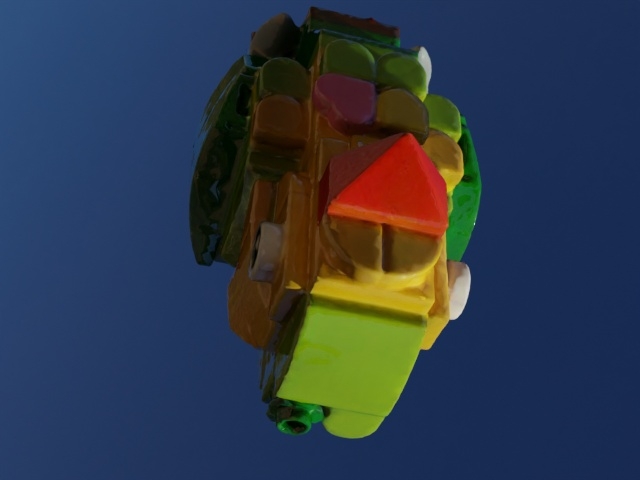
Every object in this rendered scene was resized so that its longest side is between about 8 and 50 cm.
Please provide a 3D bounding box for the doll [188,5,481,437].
[{"bbox_3d":[0.003,-0.008,0.409,0.186,0.106,0.134,-105,-149,-66],"label":"doll"}]
